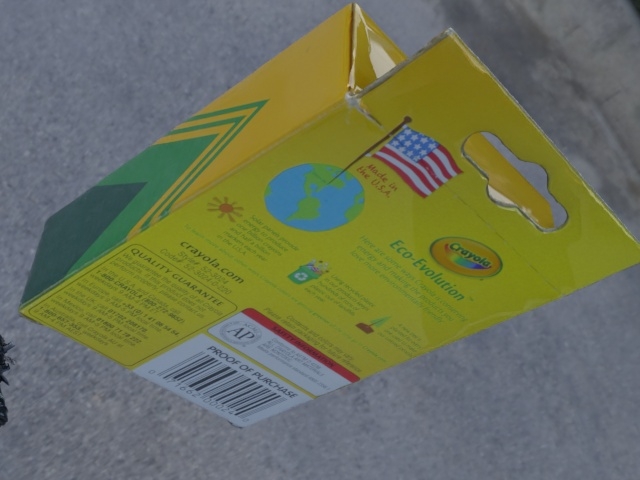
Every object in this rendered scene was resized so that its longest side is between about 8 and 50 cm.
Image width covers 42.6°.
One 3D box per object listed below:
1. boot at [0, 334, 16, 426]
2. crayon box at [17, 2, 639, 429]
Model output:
[{"bbox_3d":[-0.357,0.147,0.800,0.045,0.121,0.099,67,2,-54],"label":"boot"},{"bbox_3d":[0.000,0.000,0.495,0.202,0.319,0.081,38,39,-35],"label":"crayon box"}]
